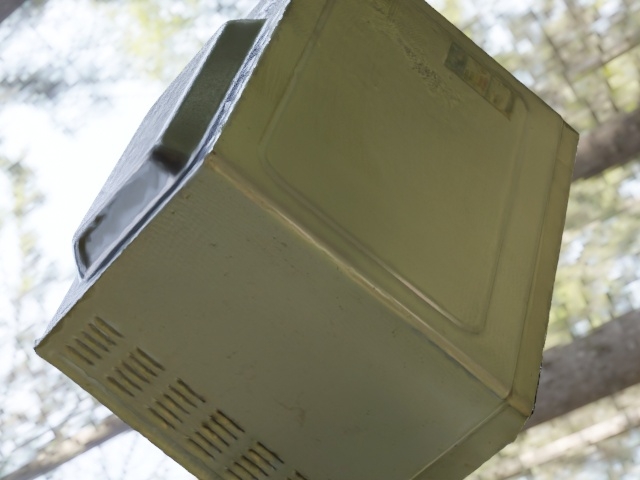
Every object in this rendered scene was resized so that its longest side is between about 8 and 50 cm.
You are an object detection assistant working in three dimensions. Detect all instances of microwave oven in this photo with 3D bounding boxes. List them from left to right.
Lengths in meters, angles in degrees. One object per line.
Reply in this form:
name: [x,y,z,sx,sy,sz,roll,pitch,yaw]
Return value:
microwave oven: [0.000,0.000,0.678,0.163,0.129,0.205,38,-148,-10]
